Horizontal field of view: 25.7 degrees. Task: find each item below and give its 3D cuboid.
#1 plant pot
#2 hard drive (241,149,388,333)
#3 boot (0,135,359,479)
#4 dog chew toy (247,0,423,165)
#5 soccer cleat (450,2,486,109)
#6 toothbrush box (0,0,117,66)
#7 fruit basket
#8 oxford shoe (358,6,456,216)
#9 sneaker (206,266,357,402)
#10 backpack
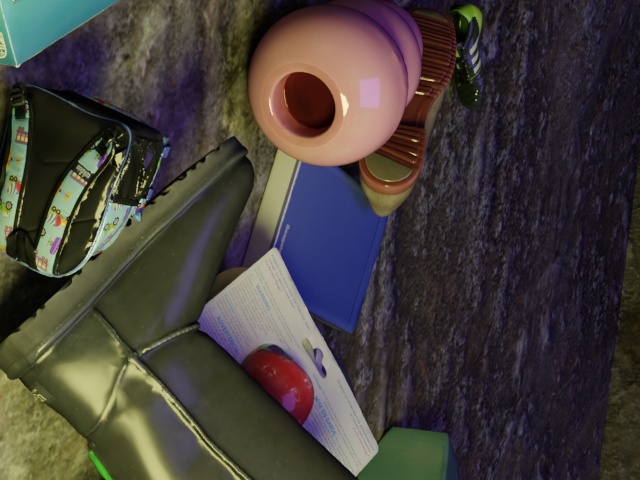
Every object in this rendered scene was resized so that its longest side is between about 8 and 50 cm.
[{"bbox_3d":[0.149,0.442,2.362,0.166,0.165,0.234,70,32,-45],"label":"plant pot"},{"bbox_3d":[0.000,0.000,2.026,0.318,0.040,0.210,32,73,-61],"label":"hard drive"},{"bbox_3d":[-0.079,0.161,1.538,0.445,0.146,0.367,47,70,-7],"label":"boot"},{"bbox_3d":[0.039,-0.228,1.855,0.332,0.206,0.206,-47,141,-58],"label":"dog chew toy"},{"bbox_3d":[0.238,-0.304,2.342,0.072,0.060,0.179,-21,113,-47],"label":"soccer cleat"},{"bbox_3d":[-0.282,-0.339,1.267,0.216,0.126,0.295,-47,140,-44],"label":"toothbrush box"},{"bbox_3d":[-0.104,0.235,1.733,0.353,0.165,0.327,-44,115,-41],"label":"fruit basket"},{"bbox_3d":[0.119,-0.197,2.113,0.130,0.123,0.348,97,11,-61],"label":"oxford shoe"},{"bbox_3d":[-0.057,0.152,1.923,0.148,0.131,0.350,-104,167,-57],"label":"sneaker"},{"bbox_3d":[-0.250,-0.054,1.414,0.117,0.158,0.173,-1,112,-66],"label":"backpack"}]
